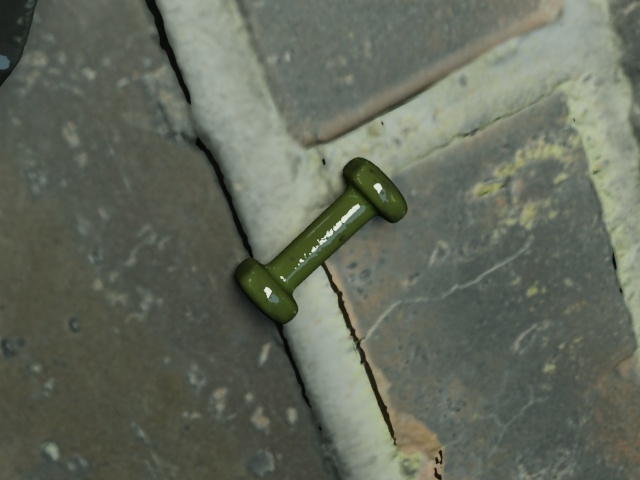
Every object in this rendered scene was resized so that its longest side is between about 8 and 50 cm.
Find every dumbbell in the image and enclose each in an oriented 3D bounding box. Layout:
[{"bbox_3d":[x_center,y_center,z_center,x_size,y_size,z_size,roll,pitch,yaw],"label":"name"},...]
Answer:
[{"bbox_3d":[0.000,0.000,0.780,0.118,0.052,0.046,-43,116,-1],"label":"dumbbell"}]

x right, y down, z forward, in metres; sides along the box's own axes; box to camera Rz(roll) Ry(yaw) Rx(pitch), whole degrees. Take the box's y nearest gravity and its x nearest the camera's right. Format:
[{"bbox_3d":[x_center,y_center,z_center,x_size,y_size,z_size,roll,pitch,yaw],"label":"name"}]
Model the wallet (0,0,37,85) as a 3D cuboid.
[{"bbox_3d":[-0.295,-0.221,0.502,0.406,0.062,0.228,15,86,-31],"label":"wallet"}]
